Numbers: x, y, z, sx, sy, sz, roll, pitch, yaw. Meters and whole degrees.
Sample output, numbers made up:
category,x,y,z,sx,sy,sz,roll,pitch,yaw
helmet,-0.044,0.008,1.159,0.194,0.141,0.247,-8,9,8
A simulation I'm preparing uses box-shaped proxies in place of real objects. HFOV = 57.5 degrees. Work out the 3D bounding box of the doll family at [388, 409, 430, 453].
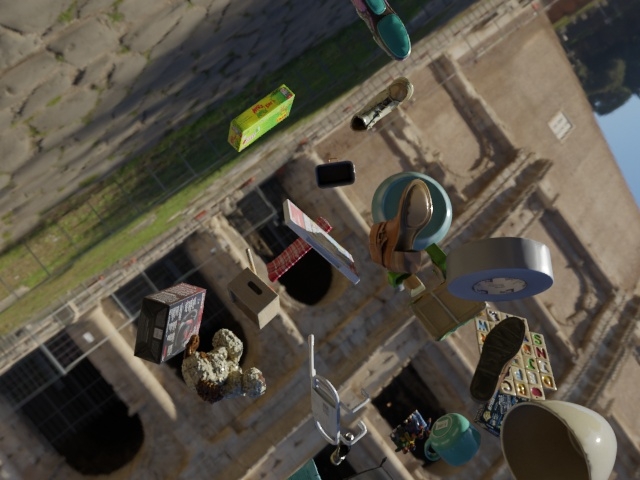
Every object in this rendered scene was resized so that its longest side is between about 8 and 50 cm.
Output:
category,x,y,z,sx,sy,sz,roll,pitch,yaw
doll family,0.352,0.741,2.232,0.193,0.111,0.076,-38,165,-12

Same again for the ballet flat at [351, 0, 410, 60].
category,x,y,z,sx,sy,sz,roll,pitch,yaw
ballet flat,0.134,-0.513,1.359,0.077,0.221,0.079,-36,-172,-16

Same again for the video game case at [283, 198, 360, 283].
category,x,y,z,sx,sy,sz,roll,pitch,yaw
video game case,0.000,0.000,1.772,0.025,0.285,0.204,-45,-162,11

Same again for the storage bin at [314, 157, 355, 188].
category,x,y,z,sx,sy,sz,roll,pitch,yaw
storage bin,0.048,-0.239,2.039,0.135,0.098,0.091,-9,-170,-1

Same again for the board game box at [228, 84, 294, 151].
category,x,y,z,sx,sy,sz,roll,pitch,yaw
board game box,-0.150,-0.309,1.470,0.181,0.043,0.092,-42,173,-25

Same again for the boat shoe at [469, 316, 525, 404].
category,x,y,z,sx,sy,sz,roll,pitch,yaw
boat shoe,0.575,0.392,1.922,0.307,0.111,0.104,-56,155,-9

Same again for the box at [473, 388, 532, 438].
category,x,y,z,sx,sy,sz,roll,pitch,yaw
box,0.699,0.635,2.213,0.220,0.175,0.051,-58,180,-29

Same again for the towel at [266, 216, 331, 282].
category,x,y,z,sx,sy,sz,roll,pitch,yaw
towel,-0.079,0.027,2.012,0.275,0.031,0.199,-43,-167,3

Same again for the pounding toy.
category,x,y,z,sx,sy,sz,roll,pitch,yaw
pounding toy,-0.165,0.120,1.439,0.100,0.141,0.130,-42,162,-20

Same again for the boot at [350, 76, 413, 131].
category,x,y,z,sx,sy,sz,roll,pitch,yaw
boot,0.192,-0.428,1.862,0.165,0.077,0.213,-42,-172,-25

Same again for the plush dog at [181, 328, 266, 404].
category,x,y,z,sx,sy,sz,roll,pitch,yaw
plush dog,-0.330,0.406,1.775,0.210,0.262,0.225,-45,144,8

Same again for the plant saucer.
category,x,y,z,sx,sy,sz,roll,pitch,yaw
plant saucer,0.354,-0.121,2.225,0.317,0.317,0.043,-38,173,-14

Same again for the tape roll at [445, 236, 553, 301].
category,x,y,z,sx,sy,sz,roll,pitch,yaw
tape roll,0.382,0.067,1.257,0.219,0.219,0.072,-31,-129,50

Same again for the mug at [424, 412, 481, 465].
category,x,y,z,sx,sy,sz,roll,pitch,yaw
mug,0.368,0.571,1.669,0.158,0.097,0.129,-46,-166,-8

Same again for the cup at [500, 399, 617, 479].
category,x,y,z,sx,sy,sz,roll,pitch,yaw
cup,0.759,0.633,1.788,0.237,0.331,0.331,-8,170,-28

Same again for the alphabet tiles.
category,x,y,z,sx,sy,sz,roll,pitch,yaw
alphabet tiles,0.680,0.397,2.048,0.011,0.285,0.342,118,-17,-45

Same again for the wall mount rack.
category,x,y,z,sx,sy,sz,roll,pitch,yaw
wall mount rack,0.024,0.489,1.888,0.130,0.304,0.350,-31,141,-28

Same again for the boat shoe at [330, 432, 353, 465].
category,x,y,z,sx,sy,sz,roll,pitch,yaw
boat shoe,0.091,0.770,2.167,0.049,0.056,0.152,-45,-178,38

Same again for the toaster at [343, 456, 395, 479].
category,x,y,z,sx,sy,sz,roll,pitch,yaw
toaster,0.127,0.720,1.607,0.168,0.110,0.185,1,116,-43

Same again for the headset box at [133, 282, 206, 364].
category,x,y,z,sx,sy,sz,roll,pitch,yaw
headset box,-0.524,0.285,2.082,0.293,0.110,0.218,-26,129,-72

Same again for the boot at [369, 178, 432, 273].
category,x,y,z,sx,sy,sz,roll,pitch,yaw
boot,0.233,-0.043,1.762,0.109,0.283,0.220,-3,-173,-23

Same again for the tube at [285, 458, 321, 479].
category,x,y,z,sx,sy,sz,roll,pitch,yaw
tube,-0.088,0.629,1.435,0.207,0.080,0.052,-37,144,8

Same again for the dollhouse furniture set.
category,x,y,z,sx,sy,sz,roll,pitch,yaw
dollhouse furniture set,0.373,0.187,1.823,0.198,0.151,0.301,-34,-131,-2
